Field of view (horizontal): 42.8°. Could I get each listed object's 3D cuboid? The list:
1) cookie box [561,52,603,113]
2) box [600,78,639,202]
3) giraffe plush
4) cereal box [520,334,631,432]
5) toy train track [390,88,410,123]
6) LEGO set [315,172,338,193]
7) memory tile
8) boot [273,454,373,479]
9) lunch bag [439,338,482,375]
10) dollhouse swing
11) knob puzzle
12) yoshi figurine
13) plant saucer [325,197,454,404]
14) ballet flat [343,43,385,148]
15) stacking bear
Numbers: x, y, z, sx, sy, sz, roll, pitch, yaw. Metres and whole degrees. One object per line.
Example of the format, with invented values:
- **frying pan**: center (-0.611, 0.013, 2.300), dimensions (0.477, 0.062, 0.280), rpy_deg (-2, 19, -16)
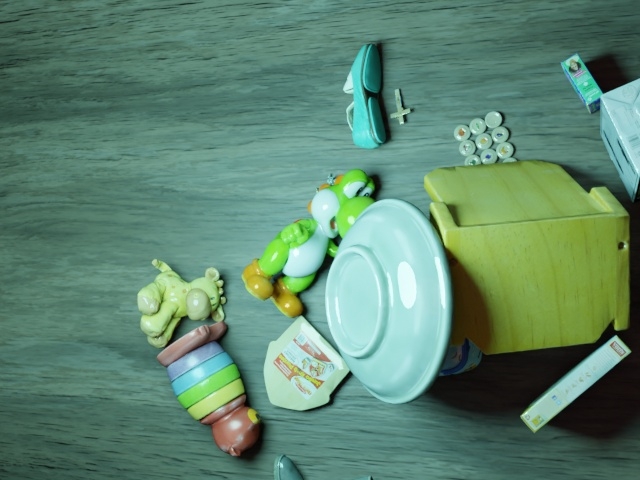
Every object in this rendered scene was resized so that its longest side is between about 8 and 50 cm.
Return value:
- **cookie box**: center (0.547, -0.324, 1.696), dimensions (0.040, 0.092, 0.107), rpy_deg (-32, 75, 16)
- **box**: center (0.607, -0.184, 1.556), dimensions (0.087, 0.290, 0.169), rpy_deg (-24, 75, 14)
- **giraffe plush**: center (-0.316, 0.144, 1.934), dimensions (0.170, 0.181, 0.210), rpy_deg (2, 50, 10)
- **cereal box**: center (0.504, 0.277, 1.605), dimensions (0.240, 0.173, 0.047), rpy_deg (-43, 73, 11)
- **toy train track**: center (0.182, -0.305, 1.865), dimensions (0.048, 0.014, 0.083), rpy_deg (-14, 74, 25)
- **LEGO set**: center (0.025, -0.126, 1.895), dimensions (0.083, 0.023, 0.054), rpy_deg (-45, 72, 10)
- **memory tile**: center (0.363, -0.200, 1.790), dimensions (0.113, 0.012, 0.148), rpy_deg (-20, 78, 16)
- **boot**: center (0.015, 0.548, 1.801), dimensions (0.208, 0.076, 0.190), rpy_deg (-17, 93, 24)
- **lunch bag**: center (0.187, 0.168, 1.731), dimensions (0.303, 0.115, 0.243), rpy_deg (-8, 84, 34)
- **dollhouse swing**: center (0.380, 0.018, 1.627), dimensions (0.346, 0.305, 0.315), rpy_deg (-6, 102, -6)
- **knob puzzle**: center (-0.046, 0.301, 1.872), dimensions (0.213, 0.030, 0.213), rpy_deg (-2, 84, 18)
- **yoshi figurine**: center (0.007, 0.010, 1.811), dimensions (0.203, 0.203, 0.362), rpy_deg (41, 96, 2)
- **plant saucer**: center (0.101, 0.118, 1.580), dimensions (0.400, 0.100, 0.401), rpy_deg (1, 92, 62)
- **ballet flat**: center (0.093, -0.328, 1.865), dimensions (0.087, 0.083, 0.247), rpy_deg (-10, 79, 32)
- **stacking bear**: center (-0.238, 0.353, 1.874), dimensions (0.164, 0.175, 0.289), rpy_deg (-33, 82, 11)
